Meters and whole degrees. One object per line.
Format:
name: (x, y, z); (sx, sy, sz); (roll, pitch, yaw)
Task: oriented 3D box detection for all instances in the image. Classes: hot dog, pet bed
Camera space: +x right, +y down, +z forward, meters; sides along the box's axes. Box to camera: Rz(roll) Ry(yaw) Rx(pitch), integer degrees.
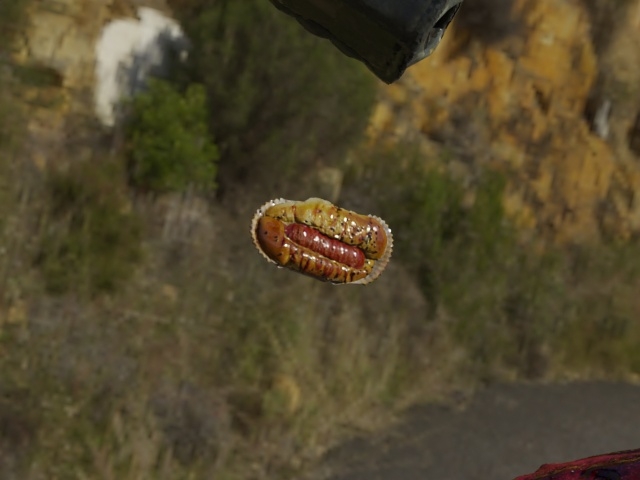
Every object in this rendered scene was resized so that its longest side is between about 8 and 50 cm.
hot dog: (0.000, 0.000, 1.834); (0.192, 0.099, 0.053); (13, -17, -23)
pet bed: (0.059, -0.302, 1.735); (0.211, 0.183, 0.159); (35, 38, 2)

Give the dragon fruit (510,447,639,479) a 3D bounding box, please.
dragon fruit: (0.332, 0.274, 1.394); (0.211, 0.134, 0.262); (-26, 17, -21)
